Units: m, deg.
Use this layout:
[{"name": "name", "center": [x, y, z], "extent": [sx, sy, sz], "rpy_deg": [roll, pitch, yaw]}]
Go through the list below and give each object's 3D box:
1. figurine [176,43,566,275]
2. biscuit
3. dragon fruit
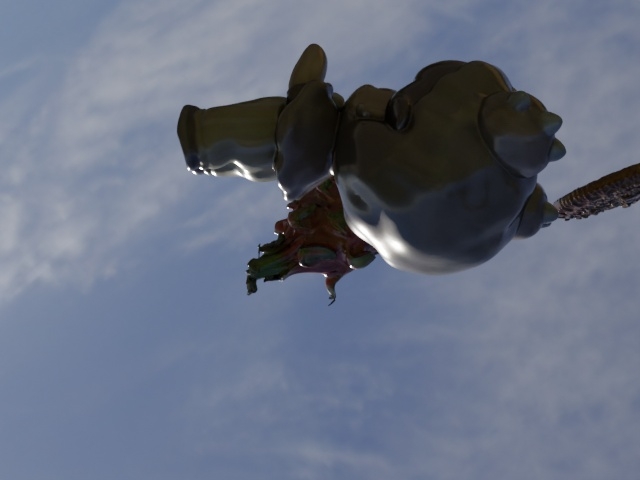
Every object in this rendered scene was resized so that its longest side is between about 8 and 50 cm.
[{"name": "figurine", "center": [0.049, -0.081, 1.226], "extent": [0.381, 0.248, 0.203], "rpy_deg": [9, -118, 11]}, {"name": "biscuit", "center": [0.523, -0.091, 2.011], "extent": [0.305, 0.038, 0.305], "rpy_deg": [-18, 171, -3]}, {"name": "dragon fruit", "center": [0.003, 0.003, 1.622], "extent": [0.236, 0.137, 0.135], "rpy_deg": [-46, 174, -19]}]
